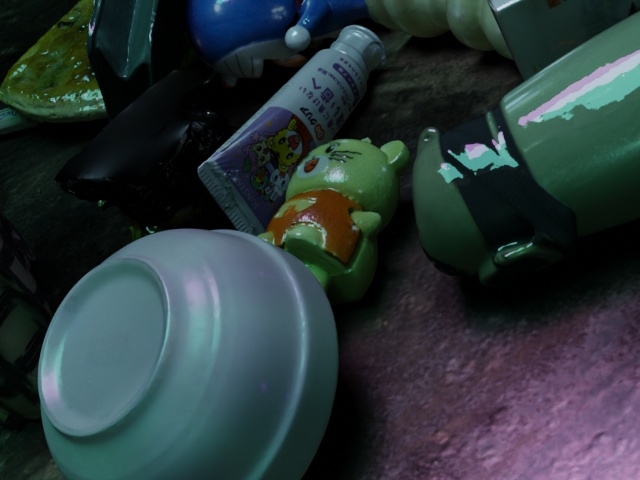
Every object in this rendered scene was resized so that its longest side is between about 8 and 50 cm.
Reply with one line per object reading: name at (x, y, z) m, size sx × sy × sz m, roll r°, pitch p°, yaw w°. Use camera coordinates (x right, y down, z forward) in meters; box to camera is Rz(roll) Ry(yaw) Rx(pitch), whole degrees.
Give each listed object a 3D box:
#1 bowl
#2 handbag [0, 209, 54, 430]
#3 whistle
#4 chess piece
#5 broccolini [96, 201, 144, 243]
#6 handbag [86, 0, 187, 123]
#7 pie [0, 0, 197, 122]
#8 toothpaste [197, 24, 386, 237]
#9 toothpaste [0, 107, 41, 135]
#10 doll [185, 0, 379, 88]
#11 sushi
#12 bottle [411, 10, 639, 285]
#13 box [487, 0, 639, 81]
bowl at (-0.138, 0.110, 1.004) m, size 0.287 × 0.144 × 0.286 m, roll -20°, pitch 56°, yaw 32°
handbag at (-0.408, 0.003, 1.248) m, size 0.163 × 0.327 × 0.325 m, roll -37°, pitch 36°, yaw -3°
whistle at (0.000, 0.000, 1.134) m, size 0.131 × 0.106 × 0.288 m, roll -9°, pitch 42°, yaw 39°
chess piece at (0.176, -0.273, 1.296) m, size 0.144 × 0.144 × 0.251 m, roll -43°, pitch 42°, yaw -12°
broccolini at (-0.236, -0.039, 1.411) m, size 0.052 × 0.054 × 0.194 m, roll -20°, pitch 36°, yaw -15°
handbag at (-0.215, -0.292, 1.479) m, size 0.089 × 0.238 × 0.326 m, roll 4°, pitch 61°, yaw 1°
pie at (-0.309, -0.273, 1.681) m, size 0.323 × 0.070 × 0.323 m, roll -13°, pitch 41°, yaw 12°
toothpaste at (-0.024, -0.132, 1.313) m, size 0.073 × 0.114 × 0.299 m, roll -1°, pitch 42°, yaw 44°
toothpaste at (-0.494, -0.177, 1.759) m, size 0.256 × 0.037 × 0.067 m, roll -9°, pitch 38°, yaw 30°
doll at (-0.043, -0.291, 1.481) m, size 0.257 × 0.161 × 0.215 m, roll -12°, pitch 25°, yaw 2°
sushi at (-0.159, -0.079, 1.303) m, size 0.153 × 0.150 × 0.172 m, roll 1°, pitch 49°, yaw 38°
bottle at (0.238, -0.085, 1.014) m, size 0.347 × 0.168 × 0.168 m, roll -27°, pitch 37°, yaw 15°
box at (0.296, -0.230, 1.141) m, size 0.233 × 0.149 × 0.067 m, roll -23°, pitch 35°, yaw 12°
